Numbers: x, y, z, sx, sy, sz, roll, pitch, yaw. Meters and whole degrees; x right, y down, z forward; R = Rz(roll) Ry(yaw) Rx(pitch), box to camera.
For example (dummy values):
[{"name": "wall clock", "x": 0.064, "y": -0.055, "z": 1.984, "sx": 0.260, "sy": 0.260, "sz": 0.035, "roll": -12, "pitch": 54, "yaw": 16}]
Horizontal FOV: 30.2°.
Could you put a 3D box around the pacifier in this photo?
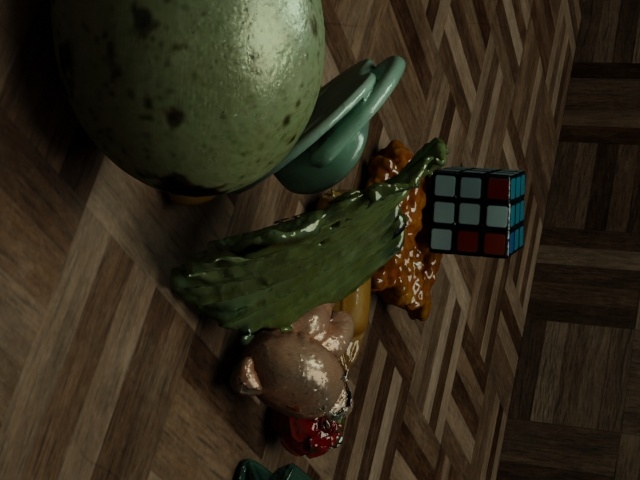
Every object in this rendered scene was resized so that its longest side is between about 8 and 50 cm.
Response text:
[{"name": "pacifier", "x": -0.042, "y": -0.206, "z": 1.593, "sx": 0.269, "sy": 0.288, "sz": 0.343, "roll": 51, "pitch": 8, "yaw": -14}]

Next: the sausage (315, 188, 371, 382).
[{"name": "sausage", "x": 0.036, "y": 0.076, "z": 2.000, "sx": 0.112, "sy": 0.112, "sz": 0.328, "roll": -25, "pitch": 118, "yaw": -66}]

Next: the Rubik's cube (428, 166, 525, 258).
[{"name": "Rubik's cube", "x": 0.302, "y": -0.057, "z": 2.285, "sx": 0.160, "sy": 0.163, "sz": 0.162, "roll": -19, "pitch": 113, "yaw": -69}]

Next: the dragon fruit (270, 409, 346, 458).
[{"name": "dragon fruit", "x": -0.017, "y": 0.281, "z": 1.894, "sx": 0.142, "sy": 0.121, "sz": 0.130, "roll": 114, "pitch": -9, "yaw": -81}]

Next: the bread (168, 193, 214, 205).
[{"name": "bread", "x": -0.169, "y": -0.159, "z": 1.477, "sx": 0.092, "sy": 0.074, "sz": 0.239, "roll": -51, "pitch": 140, "yaw": -48}]

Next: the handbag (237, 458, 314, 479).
[{"name": "handbag", "x": -0.062, "y": 0.491, "z": 1.861, "sx": 0.326, "sy": 0.089, "sz": 0.238, "roll": 58, "pitch": 42, "yaw": -58}]

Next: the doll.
[{"name": "doll", "x": -0.046, "y": 0.138, "z": 1.802, "sx": 0.201, "sy": 0.156, "sz": 0.303, "roll": 24, "pitch": 46, "yaw": -22}]

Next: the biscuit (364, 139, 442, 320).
[{"name": "biscuit", "x": 0.161, "y": -0.021, "z": 2.291, "sx": 0.312, "sy": 0.110, "sz": 0.318, "roll": 34, "pitch": 63, "yaw": -64}]

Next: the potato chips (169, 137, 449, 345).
[{"name": "potato chips", "x": -0.006, "y": 0.003, "z": 1.563, "sx": 0.389, "sy": 0.097, "sz": 0.373, "roll": -23, "pitch": 160, "yaw": -25}]

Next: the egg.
[{"name": "egg", "x": -0.142, "y": -0.232, "z": 1.249, "sx": 0.287, "sy": 0.287, "sz": 0.379, "roll": -48, "pitch": 126, "yaw": -57}]
